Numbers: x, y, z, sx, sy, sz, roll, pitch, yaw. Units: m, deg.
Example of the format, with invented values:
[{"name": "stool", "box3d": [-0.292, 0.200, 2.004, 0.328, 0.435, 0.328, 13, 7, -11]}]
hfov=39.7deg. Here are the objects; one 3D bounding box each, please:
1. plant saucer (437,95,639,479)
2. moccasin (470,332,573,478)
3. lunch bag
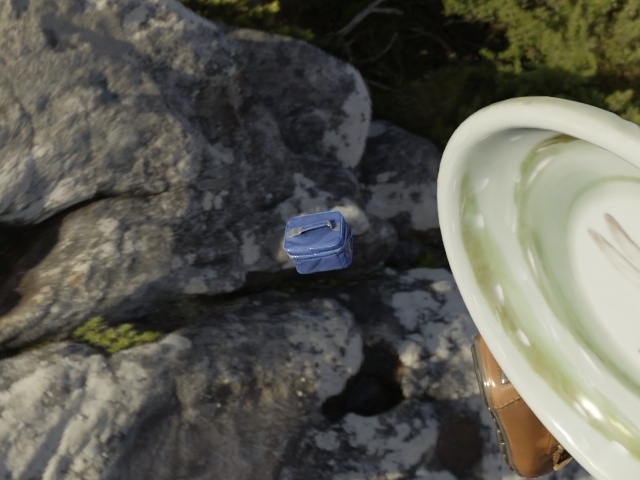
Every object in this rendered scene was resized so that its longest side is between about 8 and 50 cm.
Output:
[{"name": "plant saucer", "box3d": [0.251, 0.057, 0.671, 0.100, 0.400, 0.400, -31, 101, -17]}, {"name": "moccasin", "box3d": [0.282, 0.196, 1.092, 0.147, 0.380, 0.139, -13, 53, 11]}, {"name": "lunch bag", "box3d": [0.000, 0.000, 1.244, 0.065, 0.098, 0.067, 58, 27, -48]}]
